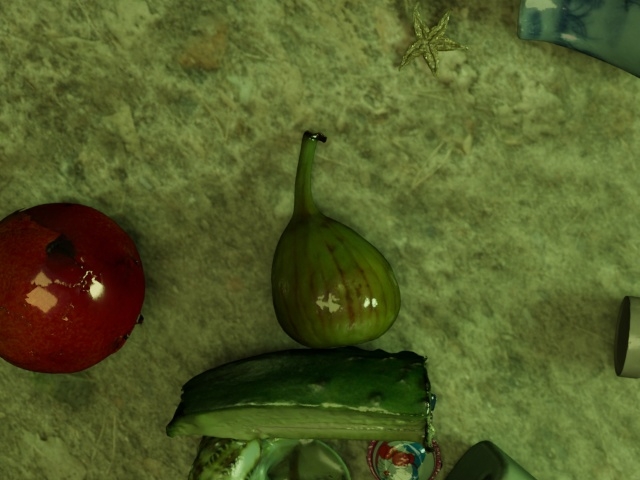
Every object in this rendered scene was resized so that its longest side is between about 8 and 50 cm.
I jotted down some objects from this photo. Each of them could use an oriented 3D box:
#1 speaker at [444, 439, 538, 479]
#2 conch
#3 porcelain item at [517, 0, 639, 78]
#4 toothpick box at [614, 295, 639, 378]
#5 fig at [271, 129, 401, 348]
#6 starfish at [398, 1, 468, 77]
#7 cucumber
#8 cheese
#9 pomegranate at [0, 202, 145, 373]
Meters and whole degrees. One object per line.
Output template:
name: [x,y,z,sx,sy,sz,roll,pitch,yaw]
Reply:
speaker: [0.159,0.460,1.366,0.184,0.183,0.406,36,91,-6]
conch: [-0.074,0.301,1.420,0.187,0.124,0.181,-32,84,-17]
porcelain item: [0.352,-0.245,1.263,0.259,0.141,0.141,14,102,12]
toothpick box: [0.427,0.121,1.338,0.149,0.098,0.098,7,101,6]
fig: [0.000,0.000,1.343,0.151,0.151,0.259,-14,95,9]
starfish: [0.124,-0.234,1.347,0.086,0.016,0.092,-23,103,8]
cucumber: [-0.026,0.177,1.364,0.325,0.145,0.105,-2,133,9]
cheese: [0.109,0.254,1.428,0.095,0.038,0.145,12,103,4]
pomegranate: [-0.321,0.053,1.362,0.235,0.210,0.210,18,103,31]
